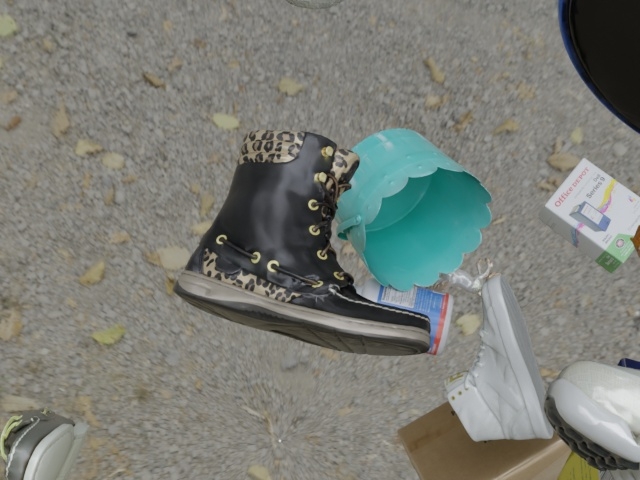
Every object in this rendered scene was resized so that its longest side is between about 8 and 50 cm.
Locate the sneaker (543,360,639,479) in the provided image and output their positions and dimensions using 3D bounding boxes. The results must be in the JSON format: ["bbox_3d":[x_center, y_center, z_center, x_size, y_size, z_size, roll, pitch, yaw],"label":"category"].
[{"bbox_3d":[0.256,0.090,0.432,0.292,0.110,0.118,11,79,-3],"label":"sneaker"}]

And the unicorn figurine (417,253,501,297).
[{"bbox_3d":[0.290,0.074,1.824,0.162,0.060,0.111,21,82,18],"label":"unicorn figurine"}]

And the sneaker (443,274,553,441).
[{"bbox_3d":[0.280,0.213,1.480,0.169,0.108,0.292,-13,96,26],"label":"sneaker"}]

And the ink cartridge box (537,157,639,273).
[{"bbox_3d":[0.619,-0.056,1.924,0.212,0.093,0.154,39,78,14],"label":"ink cartridge box"}]

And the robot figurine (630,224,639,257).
[{"bbox_3d":[0.554,0.062,1.228,0.085,0.211,0.291,-22,58,-5],"label":"robot figurine"}]

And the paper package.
[{"bbox_3d":[0.367,0.445,1.786,0.325,0.309,0.168,-32,113,1],"label":"paper package"}]

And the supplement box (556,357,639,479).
[{"bbox_3d":[0.381,0.347,0.994,0.194,0.356,0.195,16,33,3],"label":"supplement box"}]

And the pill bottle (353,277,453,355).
[{"bbox_3d":[0.136,0.141,1.655,0.221,0.124,0.124,11,77,6],"label":"pill bottle"}]

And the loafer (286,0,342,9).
[{"bbox_3d":[0.070,-0.265,0.581,0.319,0.112,0.111,-33,62,-25],"label":"loafer"}]

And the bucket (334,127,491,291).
[{"bbox_3d":[0.158,-0.062,1.613,0.281,0.281,0.183,-28,44,-9],"label":"bucket"}]

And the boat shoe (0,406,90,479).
[{"bbox_3d":[-0.386,0.283,1.168,0.091,0.305,0.109,24,80,-3],"label":"boat shoe"}]

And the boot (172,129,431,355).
[{"bbox_3d":[0.000,0.000,1.236,0.377,0.138,0.284,11,72,21],"label":"boot"}]

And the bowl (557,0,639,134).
[{"bbox_3d":[0.411,-0.197,0.817,0.391,0.391,0.077,32,70,5],"label":"bowl"}]
